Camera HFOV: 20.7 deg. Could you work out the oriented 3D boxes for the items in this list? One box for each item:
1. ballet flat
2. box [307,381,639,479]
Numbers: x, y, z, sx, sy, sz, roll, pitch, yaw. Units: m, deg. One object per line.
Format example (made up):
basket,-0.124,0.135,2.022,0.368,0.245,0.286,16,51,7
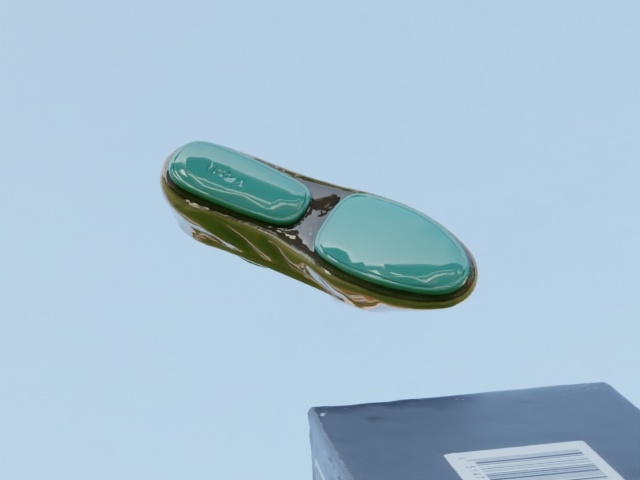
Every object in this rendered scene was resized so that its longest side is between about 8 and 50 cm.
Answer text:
ballet flat,0.000,0.000,1.150,0.232,0.080,0.073,25,-35,22
box,0.109,0.250,0.844,0.183,0.296,0.294,-4,-78,-9
